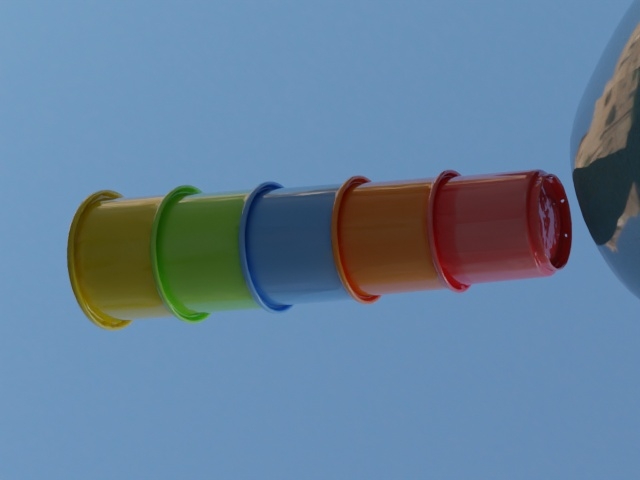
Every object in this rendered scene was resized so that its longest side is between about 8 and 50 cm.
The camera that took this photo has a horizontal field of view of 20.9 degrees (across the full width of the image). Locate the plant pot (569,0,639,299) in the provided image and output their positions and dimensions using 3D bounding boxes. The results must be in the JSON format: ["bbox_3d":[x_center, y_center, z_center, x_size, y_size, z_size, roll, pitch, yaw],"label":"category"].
[{"bbox_3d":[0.258,-0.054,0.978,0.195,0.290,0.290,-23,-122,37],"label":"plant pot"}]

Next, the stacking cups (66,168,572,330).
[{"bbox_3d":[0.000,0.000,1.080,0.316,0.096,0.096,-5,-114,24],"label":"stacking cups"}]
